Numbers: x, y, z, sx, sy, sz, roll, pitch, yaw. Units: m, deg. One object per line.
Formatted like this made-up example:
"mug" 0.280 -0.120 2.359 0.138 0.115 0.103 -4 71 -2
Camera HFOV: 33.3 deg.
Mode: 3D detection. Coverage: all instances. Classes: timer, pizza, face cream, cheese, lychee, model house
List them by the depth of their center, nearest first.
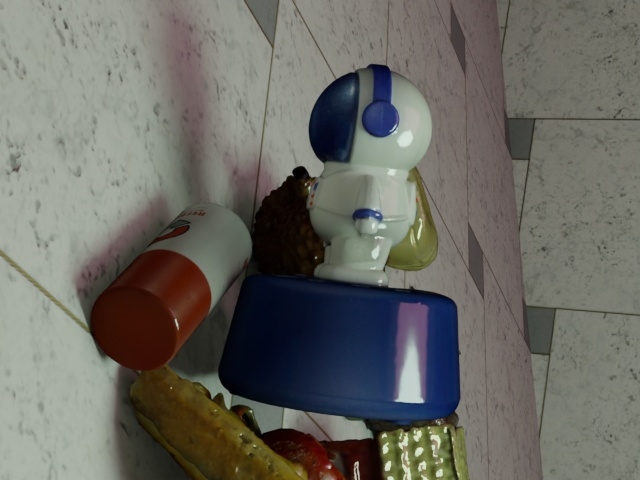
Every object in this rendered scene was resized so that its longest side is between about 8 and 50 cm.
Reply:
"face cream" -0.149 0.043 1.107 0.214 0.096 0.095 -56 133 -62
"pizza" -0.016 0.298 1.174 0.440 0.130 0.406 45 -9 7
"timer" 0.039 -0.006 1.195 0.270 0.271 0.383 12 84 -69
"lychee" 0.000 0.000 1.399 0.200 0.200 0.238 -74 156 -51
"model house" 0.098 0.345 1.421 0.160 0.254 0.195 30 54 -70
"cheese" 0.146 -0.057 1.945 0.214 0.117 0.225 28 50 -73

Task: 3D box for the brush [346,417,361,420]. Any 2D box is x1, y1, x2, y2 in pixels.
"brush" 0.032 0.192 1.629 0.030 0.033 0.178 -23 103 -63

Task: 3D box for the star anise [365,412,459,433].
"star anise" 0.160 0.337 1.798 0.332 0.118 0.331 26 60 -56

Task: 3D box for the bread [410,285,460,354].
"bread" 0.224 0.156 2.099 0.074 0.084 0.139 51 34 -52
